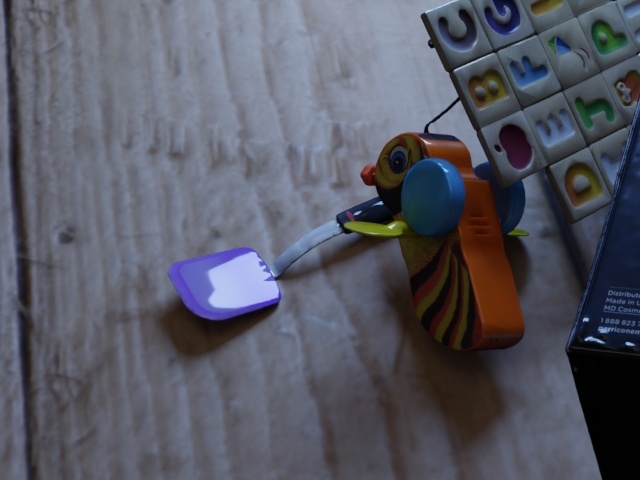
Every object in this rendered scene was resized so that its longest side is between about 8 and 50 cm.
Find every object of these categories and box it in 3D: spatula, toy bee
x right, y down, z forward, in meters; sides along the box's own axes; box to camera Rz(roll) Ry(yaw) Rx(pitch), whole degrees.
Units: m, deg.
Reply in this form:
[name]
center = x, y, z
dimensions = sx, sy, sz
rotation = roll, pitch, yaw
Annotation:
[spatula]
center = 0.000, 0.000, 1.448
dimensions = 0.296, 0.030, 0.084
rotation = -25, 53, -10
[toy bee]
center = 0.113, -0.038, 1.389
dimensions = 0.162, 0.195, 0.298
rotation = -17, 55, 53

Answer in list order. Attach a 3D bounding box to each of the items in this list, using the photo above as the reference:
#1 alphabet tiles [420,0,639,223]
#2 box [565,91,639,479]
[alphabet tiles]
center = 0.250, -0.184, 1.401
dimensions = 0.343, 0.011, 0.285
rotation = -26, 93, -35
[box]
center = 0.331, 0.059, 1.161
dimensions = 0.183, 0.296, 0.294
rotation = 4, 53, 24
